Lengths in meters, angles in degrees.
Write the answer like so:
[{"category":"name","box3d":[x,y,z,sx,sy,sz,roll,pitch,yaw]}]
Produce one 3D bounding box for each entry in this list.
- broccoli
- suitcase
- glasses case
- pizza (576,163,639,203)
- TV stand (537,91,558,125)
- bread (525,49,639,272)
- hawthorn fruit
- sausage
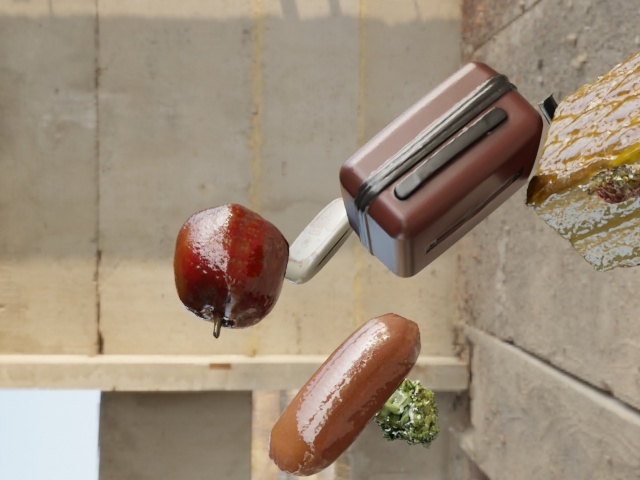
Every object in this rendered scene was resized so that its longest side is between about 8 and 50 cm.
[{"category":"broccoli","box3d":[0.087,0.187,0.885,0.095,0.092,0.097,-15,64,40]},{"category":"suitcase","box3d":[0.179,-0.101,1.162,0.161,0.297,0.236,49,172,21]},{"category":"glasses case","box3d":[0.000,0.000,1.524,0.081,0.204,0.051,31,168,41]},{"category":"pizza","box3d":[0.287,-0.050,0.661,0.100,0.099,0.029,159,105,-84]},{"category":"TV stand","box3d":[0.458,-0.149,1.378,0.249,0.036,0.042,55,169,-14]},{"category":"bread","box3d":[0.497,-0.134,1.186,0.279,0.207,0.279,-32,23,46]},{"category":"hawthorn fruit","box3d":[-0.167,0.059,1.388,0.215,0.215,0.250,102,-179,-66]},{"category":"sausage","box3d":[0.025,0.149,0.759,0.194,0.077,0.077,-46,-9,-17]}]
